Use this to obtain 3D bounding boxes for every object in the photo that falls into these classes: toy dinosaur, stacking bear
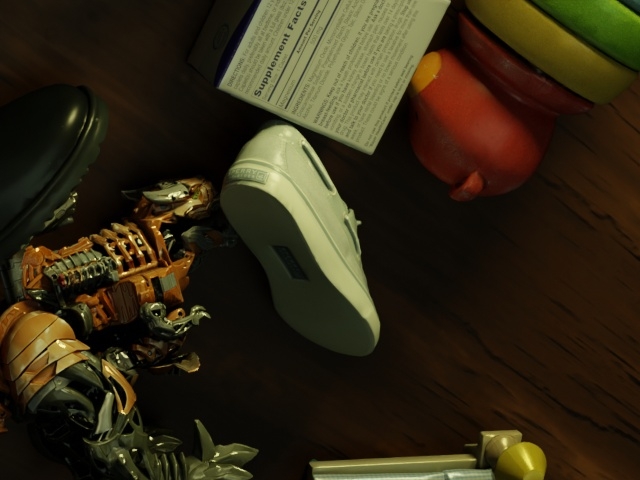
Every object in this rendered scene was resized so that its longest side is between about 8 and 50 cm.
[{"bbox_3d":[-0.176,0.096,1.305,0.322,0.164,0.218,-35,112,-2],"label":"toy dinosaur"},{"bbox_3d":[0.166,-0.160,1.347,0.164,0.175,0.289,30,106,-23],"label":"stacking bear"}]

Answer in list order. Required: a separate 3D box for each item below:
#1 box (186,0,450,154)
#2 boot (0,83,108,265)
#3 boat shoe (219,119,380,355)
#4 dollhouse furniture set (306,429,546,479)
[{"bbox_3d":[-0.002,-0.147,1.318,0.137,0.072,0.126,22,101,-30],"label":"box"},{"bbox_3d":[-0.286,-0.059,1.216,0.246,0.094,0.207,-44,123,2],"label":"boot"},{"bbox_3d":[-0.001,0.000,1.367,0.081,0.079,0.227,-66,147,-29],"label":"boat shoe"},{"bbox_3d":[0.046,0.307,1.442,0.286,0.198,0.303,2,107,-21],"label":"dollhouse furniture set"}]
